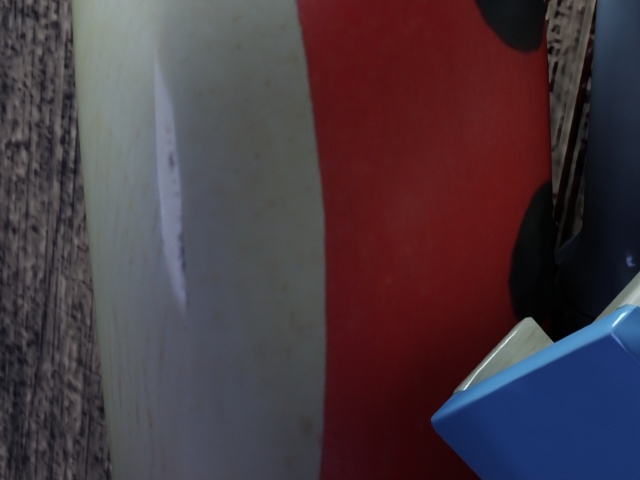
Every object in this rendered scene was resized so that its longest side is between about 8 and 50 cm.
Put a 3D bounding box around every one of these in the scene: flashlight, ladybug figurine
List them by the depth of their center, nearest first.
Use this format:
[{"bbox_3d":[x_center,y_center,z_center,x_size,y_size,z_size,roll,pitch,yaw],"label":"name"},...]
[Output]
[{"bbox_3d":[0.125,-0.074,0.690,0.103,0.103,0.304,36,136,46],"label":"flashlight"},{"bbox_3d":[0.000,0.000,0.734,0.305,0.162,0.449,-96,3,-53],"label":"ladybug figurine"}]

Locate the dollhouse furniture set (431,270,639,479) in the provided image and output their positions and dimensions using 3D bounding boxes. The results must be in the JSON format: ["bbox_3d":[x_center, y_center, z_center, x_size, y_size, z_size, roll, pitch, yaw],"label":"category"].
[{"bbox_3d":[0.227,0.003,0.532,0.198,0.286,0.303,46,156,-1],"label":"dollhouse furniture set"}]
